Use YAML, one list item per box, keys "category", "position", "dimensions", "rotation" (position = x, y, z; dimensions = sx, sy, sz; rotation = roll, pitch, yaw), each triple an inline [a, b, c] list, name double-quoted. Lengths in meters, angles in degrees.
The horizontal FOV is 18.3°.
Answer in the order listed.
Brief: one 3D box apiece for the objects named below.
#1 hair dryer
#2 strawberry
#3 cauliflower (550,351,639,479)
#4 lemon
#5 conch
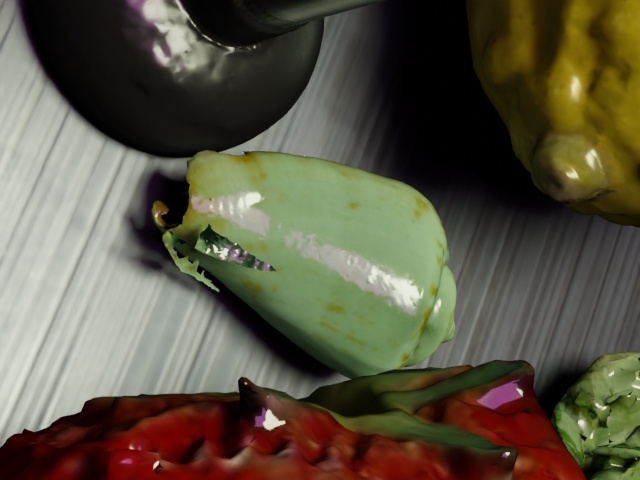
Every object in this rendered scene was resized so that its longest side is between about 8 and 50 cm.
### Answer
- category: "hair dryer"
  position: [0.071, -0.164, 0.889]
  dimensions: [0.284, 0.320, 0.155]
  rotation: [-34, 106, -47]
- category: "strawberry"
  position: [-0.010, 0.202, 0.777]
  dimensions: [0.292, 0.292, 0.310]
  rotation: [5, 65, -39]
- category: "cauliflower"
  position: [0.199, 0.174, 1.021]
  dimensions: [0.272, 0.275, 0.250]
  rotation: [-33, 66, -7]
- category: "lemon"
  position: [0.216, -0.142, 1.012]
  dimensions: [0.285, 0.285, 0.316]
  rotation: [28, 48, -33]
- category: "conch"
  position: [0.000, 0.000, 0.945]
  dimensions: [0.170, 0.079, 0.105]
  rotation: [30, 52, -26]
